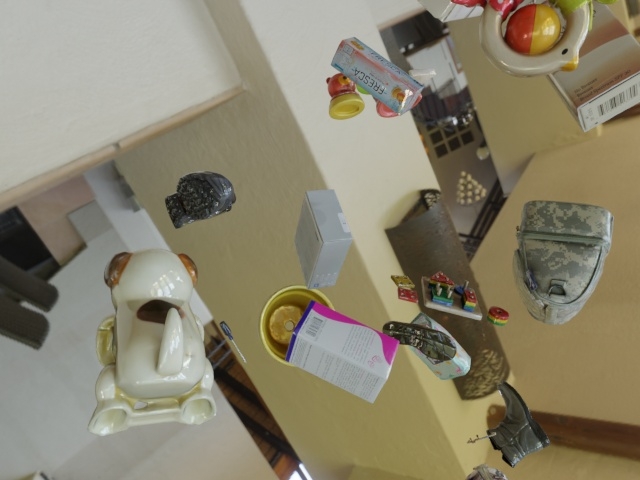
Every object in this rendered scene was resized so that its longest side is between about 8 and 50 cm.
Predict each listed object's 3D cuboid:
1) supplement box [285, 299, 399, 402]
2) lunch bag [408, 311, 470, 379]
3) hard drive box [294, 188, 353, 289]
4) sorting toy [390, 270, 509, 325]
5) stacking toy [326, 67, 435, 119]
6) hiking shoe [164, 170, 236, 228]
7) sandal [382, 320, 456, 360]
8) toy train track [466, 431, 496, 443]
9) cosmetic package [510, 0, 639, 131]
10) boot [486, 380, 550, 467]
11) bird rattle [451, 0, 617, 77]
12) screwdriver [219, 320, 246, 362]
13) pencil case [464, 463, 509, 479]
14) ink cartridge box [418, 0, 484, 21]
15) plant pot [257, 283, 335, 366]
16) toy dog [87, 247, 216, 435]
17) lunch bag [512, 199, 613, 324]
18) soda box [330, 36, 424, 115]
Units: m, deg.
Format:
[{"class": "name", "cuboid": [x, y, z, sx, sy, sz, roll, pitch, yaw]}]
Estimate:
[{"class": "supplement box", "cuboid": [0.048, 0.247, 1.043, 0.219, 0.114, 0.111, 24, -139, 9]}, {"class": "lunch bag", "cuboid": [0.458, 0.423, 1.852, 0.160, 0.223, 0.262, -43, -176, -3]}, {"class": "hard drive box", "cuboid": [0.000, 0.000, 1.330, 0.089, 0.232, 0.181, -6, -125, -18]}, {"class": "sorting toy", "cuboid": [0.306, 0.120, 1.116, 0.274, 0.047, 0.132, 14, -156, 3]}, {"class": "stacking toy", "cuboid": [0.187, -0.516, 1.500, 0.308, 0.131, 0.279, -7, 165, -24]}, {"class": "hiking shoe", "cuboid": [-0.201, -0.085, 0.851, 0.114, 0.086, 0.226, -27, -170, -36]}, {"class": "sandal", "cuboid": [0.292, 0.284, 1.373, 0.219, 0.090, 0.060, 12, -160, 18]}, {"class": "toy train track", "cuboid": [0.438, 0.537, 1.278, 0.083, 0.014, 0.048, -29, 160, 22]}, {"class": "cosmetic package", "cuboid": [0.544, -0.401, 0.982, 0.153, 0.297, 0.129, -33, 151, 25]}, {"class": "boot", "cuboid": [0.615, 0.599, 1.540, 0.161, 0.084, 0.247, -25, -130, -1]}, {"class": "bird rattle", "cuboid": [0.335, -0.370, 0.746, 0.253, 0.207, 0.143, 6, -179, 4]}, {"class": "screwdriver", "cuboid": [-0.280, 0.333, 1.518, 0.024, 0.170, 0.025, -38, -164, -33]}, {"class": "pencil case", "cuboid": [0.507, 0.742, 1.257, 0.159, 0.184, 0.410, -5, 170, 1]}, {"class": "ink cartridge box", "cuboid": [0.283, -0.592, 1.015, 0.272, 0.198, 0.115, -35, 168, -45]}, {"class": "plant pot", "cuboid": [-0.091, 0.283, 1.562, 0.253, 0.254, 0.239, -32, 177, -15]}, {"class": "toy dog", "cuboid": [-0.419, 0.206, 1.136, 0.284, 0.396, 0.408, -5, -130, -18]}, {"class": "lunch bag", "cuboid": [0.598, 0.068, 1.179, 0.212, 0.305, 0.256, 6, -107, 25]}, {"class": "soda box", "cuboid": [0.113, -0.331, 0.937, 0.063, 0.183, 0.058, -42, 168, -49]}]
